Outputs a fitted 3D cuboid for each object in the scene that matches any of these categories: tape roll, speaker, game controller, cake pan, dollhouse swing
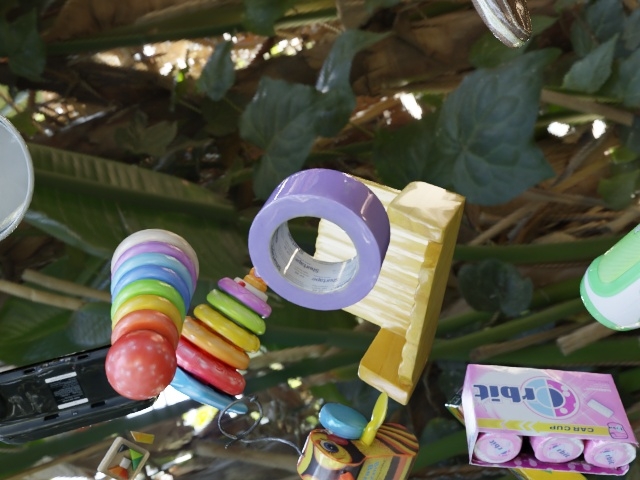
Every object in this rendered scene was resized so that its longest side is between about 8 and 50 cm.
[{"bbox_3d":[0.000,0.000,0.955,0.189,0.189,0.080,66,-154,-24],"label":"tape roll"},{"bbox_3d":[0.494,0.014,0.945,0.296,0.131,0.131,117,140,-53],"label":"speaker"},{"bbox_3d":[-0.468,0.285,1.274,0.067,0.319,0.166,-122,20,-63],"label":"game controller"},{"bbox_3d":[-0.680,-0.122,1.270,0.054,0.293,0.293,-134,22,-81],"label":"cake pan"},{"bbox_3d":[0.089,0.062,1.329,0.315,0.305,0.346,-40,-37,-63],"label":"dollhouse swing"}]

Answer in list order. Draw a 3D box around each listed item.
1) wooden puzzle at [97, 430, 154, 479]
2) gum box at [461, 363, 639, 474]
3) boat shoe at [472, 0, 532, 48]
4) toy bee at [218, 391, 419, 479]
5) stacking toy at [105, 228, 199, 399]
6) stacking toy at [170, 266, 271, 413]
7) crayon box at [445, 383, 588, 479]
[{"bbox_3d":[-0.347,0.392,1.207,0.078,0.116,0.014,34,163,-33],"label":"wooden puzzle"},{"bbox_3d":[0.272,0.214,0.816,0.107,0.188,0.062,-82,-5,-56],"label":"gum box"},{"bbox_3d":[0.272,-0.417,1.029,0.095,0.095,0.257,2,-117,-45],"label":"boat shoe"},{"bbox_3d":[0.027,0.313,0.936,0.162,0.298,0.195,-142,49,-59],"label":"toy bee"},{"bbox_3d":[-0.243,0.108,0.981,0.330,0.141,0.141,-113,-1,-63],"label":"stacking toy"},{"bbox_3d":[-0.145,0.128,1.161,0.175,0.302,0.166,28,170,37],"label":"stacking toy"},{"bbox_3d":[0.411,0.430,1.404,0.318,0.081,0.202,43,172,11],"label":"crayon box"}]
